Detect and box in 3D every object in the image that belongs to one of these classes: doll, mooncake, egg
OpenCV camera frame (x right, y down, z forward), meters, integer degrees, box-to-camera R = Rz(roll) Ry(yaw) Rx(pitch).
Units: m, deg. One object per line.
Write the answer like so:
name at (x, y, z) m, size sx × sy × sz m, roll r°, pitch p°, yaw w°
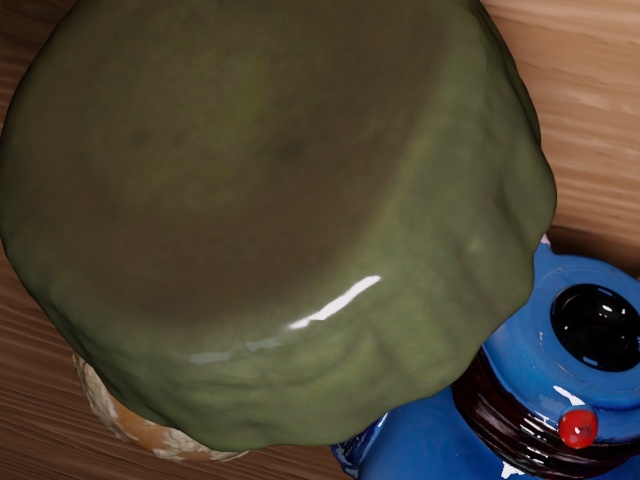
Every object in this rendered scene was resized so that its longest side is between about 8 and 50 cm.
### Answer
doll at (0.157, 0.158, 1.552) m, size 0.284 × 0.240 × 0.310 m, roll 27°, pitch 137°, yaw 0°
mooncake at (-0.028, -0.037, 1.309) m, size 0.356 × 0.356 × 0.194 m, roll 10°, pitch 157°, yaw 28°
egg at (-0.127, 0.109, 1.869) m, size 0.203 × 0.203 × 0.245 m, roll 3°, pitch 145°, yaw 38°
